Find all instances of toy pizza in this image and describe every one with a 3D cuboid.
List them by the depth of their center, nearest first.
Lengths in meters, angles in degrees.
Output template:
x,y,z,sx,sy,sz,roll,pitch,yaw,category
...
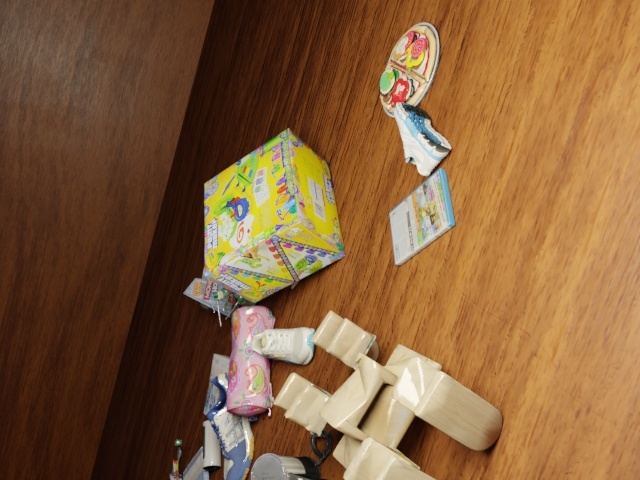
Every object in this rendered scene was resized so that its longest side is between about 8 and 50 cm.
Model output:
x,y,z,sx,sy,sz,roll,pitch,yaw,category
0.176,-0.356,1.300,0.201,0.032,0.201,-37,46,53,toy pizza

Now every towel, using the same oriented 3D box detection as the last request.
x,y,z,sx,sy,sz,roll,pitch,yaw,category
-0.367,0.789,1.877,0.209,0.034,0.285,-58,32,36,towel

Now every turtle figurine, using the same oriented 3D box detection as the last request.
x,y,z,sx,sy,sz,roll,pitch,yaw,category
-0.225,0.145,1.800,0.175,0.118,0.234,58,-146,-66,turtle figurine

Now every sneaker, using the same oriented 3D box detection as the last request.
x,y,z,sx,sy,sz,roll,pitch,yaw,category
0.176,-0.193,1.189,0.190,0.072,0.082,-107,33,-46,sneaker
-0.087,0.249,1.488,0.229,0.092,0.087,-25,55,57,sneaker
-0.247,0.497,1.658,0.112,0.131,0.296,-25,58,57,sneaker

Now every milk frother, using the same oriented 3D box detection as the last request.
x,y,z,sx,sy,sz,roll,pitch,yaw,category
-0.050,0.447,1.273,0.129,0.135,0.143,-15,64,27,milk frother

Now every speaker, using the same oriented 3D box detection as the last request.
x,y,z,sx,sy,sz,roll,pitch,yaw,category
-0.319,0.603,1.841,0.055,0.055,0.136,-48,39,46,speaker

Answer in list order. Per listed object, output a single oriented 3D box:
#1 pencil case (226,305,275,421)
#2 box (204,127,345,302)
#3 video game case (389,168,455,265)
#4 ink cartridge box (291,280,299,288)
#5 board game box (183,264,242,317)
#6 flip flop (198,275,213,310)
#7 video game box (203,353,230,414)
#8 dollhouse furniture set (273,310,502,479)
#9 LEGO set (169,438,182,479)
x,y,z,sx,sy,sz,roll,pitch,yaw,category
-0.180,0.315,1.622,0.124,0.124,0.283,-41,44,51,pencil case
-0.119,-0.056,1.486,0.279,0.177,0.289,-28,49,25,box
0.184,-0.041,1.159,0.166,0.015,0.119,-44,40,49,video game case
-0.084,0.013,1.617,0.115,0.067,0.198,-51,36,41,ink cartridge box
-0.324,0.132,1.937,0.194,0.060,0.194,6,80,27,board game box
-0.309,0.100,2.020,0.112,0.080,0.276,20,87,28,flip flop
-0.284,0.441,1.852,0.205,0.048,0.186,-6,72,63,video game box
0.086,0.372,1.021,0.394,0.257,0.362,-58,25,-8,dollhouse furniture set
-0.489,0.773,2.065,0.182,0.060,0.244,-112,32,-51,LEGO set
